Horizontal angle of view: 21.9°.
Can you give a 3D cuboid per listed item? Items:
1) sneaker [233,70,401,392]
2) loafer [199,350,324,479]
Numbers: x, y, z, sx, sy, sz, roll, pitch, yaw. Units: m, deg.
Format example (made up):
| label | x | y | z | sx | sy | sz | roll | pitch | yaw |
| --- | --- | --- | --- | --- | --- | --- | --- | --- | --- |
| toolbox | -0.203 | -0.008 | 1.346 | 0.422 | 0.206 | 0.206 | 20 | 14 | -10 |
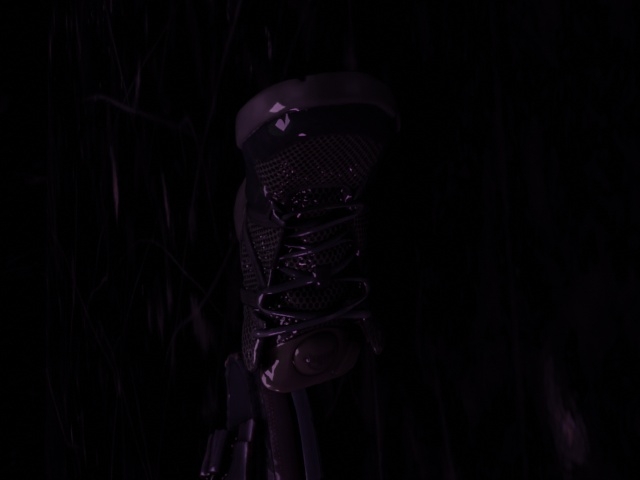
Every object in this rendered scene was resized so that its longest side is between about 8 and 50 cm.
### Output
| label | x | y | z | sx | sy | sz | roll | pitch | yaw |
| --- | --- | --- | --- | --- | --- | --- | --- | --- | --- |
| sneaker | 0.000 | 0.000 | 0.862 | 0.227 | 0.087 | 0.130 | 112 | 149 | -67 |
| loafer | -0.044 | 0.213 | 1.068 | 0.109 | 0.095 | 0.302 | 125 | 139 | -68 |
